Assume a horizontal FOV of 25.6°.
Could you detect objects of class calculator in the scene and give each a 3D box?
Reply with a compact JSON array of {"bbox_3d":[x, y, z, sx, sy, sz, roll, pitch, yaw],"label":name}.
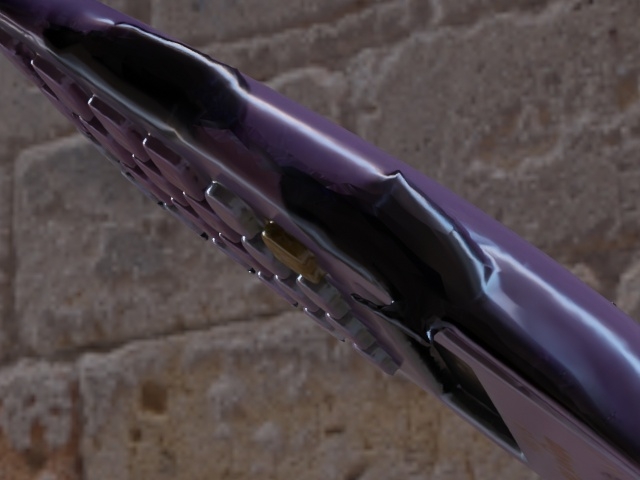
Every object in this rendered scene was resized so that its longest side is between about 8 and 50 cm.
[{"bbox_3d":[0.001,-0.001,0.467,0.294,0.043,0.194,34,-7,23],"label":"calculator"}]

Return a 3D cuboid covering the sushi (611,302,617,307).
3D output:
[{"bbox_3d":[0.155,0.089,0.666,0.055,0.120,0.052,-25,-17,34],"label":"sushi"}]
